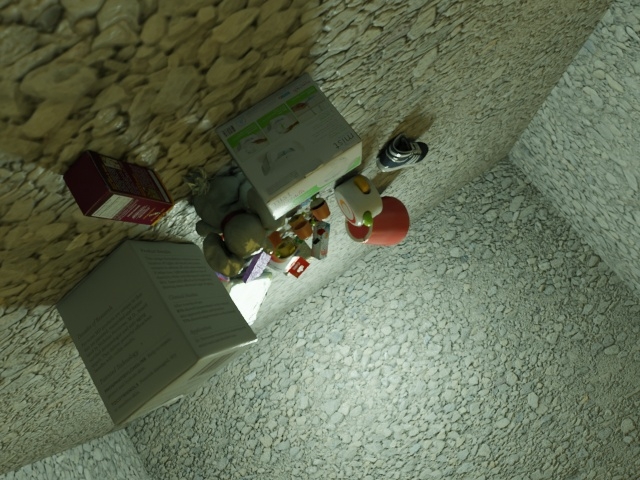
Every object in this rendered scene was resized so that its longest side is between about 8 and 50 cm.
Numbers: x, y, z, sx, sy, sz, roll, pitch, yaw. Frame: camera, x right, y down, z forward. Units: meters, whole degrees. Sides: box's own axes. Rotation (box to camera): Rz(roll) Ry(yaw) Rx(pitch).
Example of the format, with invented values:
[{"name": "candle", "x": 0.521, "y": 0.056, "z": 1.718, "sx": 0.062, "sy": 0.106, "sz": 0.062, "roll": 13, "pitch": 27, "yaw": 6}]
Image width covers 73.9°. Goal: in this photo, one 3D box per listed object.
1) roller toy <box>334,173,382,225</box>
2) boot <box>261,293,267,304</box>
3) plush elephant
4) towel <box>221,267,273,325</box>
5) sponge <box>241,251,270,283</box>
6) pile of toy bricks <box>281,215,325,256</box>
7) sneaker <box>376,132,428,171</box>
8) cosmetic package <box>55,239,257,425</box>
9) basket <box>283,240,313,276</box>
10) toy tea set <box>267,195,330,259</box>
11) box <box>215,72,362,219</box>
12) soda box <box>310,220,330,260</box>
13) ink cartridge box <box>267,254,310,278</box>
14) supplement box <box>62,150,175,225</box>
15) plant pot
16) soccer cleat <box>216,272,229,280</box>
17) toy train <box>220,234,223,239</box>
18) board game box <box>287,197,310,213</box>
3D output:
[{"name": "roller toy", "x": 0.162, "y": -0.174, "z": 1.778, "sx": 0.146, "sy": 0.209, "sz": 0.191, "roll": -33, "pitch": -160, "yaw": -11}, {"name": "boot", "x": -0.445, "y": 0.342, "z": 2.207, "sx": 0.338, "sy": 0.118, "sz": 0.223, "roll": -45, "pitch": 157, "yaw": 15}, {"name": "plush elephant", "x": -0.217, "y": -0.052, "z": 1.171, "sx": 0.272, "sy": 0.255, "sz": 0.330, "roll": -38, "pitch": 165, "yaw": 8}, {"name": "towel", "x": -0.395, "y": 0.289, "z": 2.004, "sx": 0.374, "sy": 0.090, "sz": 0.320, "roll": -7, "pitch": 124, "yaw": -62}, {"name": "sponge", "x": -0.264, "y": 0.092, "z": 1.863, "sx": 0.210, "sy": 0.031, "sz": 0.117, "roll": -58, "pitch": 165, "yaw": 27}, {"name": "pile of toy bricks", "x": -0.084, "y": -0.020, "z": 1.918, "sx": 0.212, "sy": 0.118, "sz": 0.105, "roll": -43, "pitch": -161, "yaw": -8}, {"name": "sneaker", "x": 0.375, "y": -0.382, "z": 1.773, "sx": 0.282, "sy": 0.099, "sz": 0.153, "roll": -24, "pitch": 164, "yaw": -28}, {"name": "cosmetic package", "x": -0.473, "y": 0.250, "z": 1.274, "sx": 0.327, "sy": 0.393, "sz": 0.329, "roll": -40, "pitch": 165, "yaw": 13}, {"name": "basket", "x": -0.123, "y": 0.084, "z": 2.106, "sx": 0.167, "sy": 0.113, "sz": 0.103, "roll": -25, "pitch": 158, "yaw": -37}, {"name": "toy tea set", "x": -0.113, "y": -0.067, "z": 1.662, "sx": 0.200, "sy": 0.124, "sz": 0.336, "roll": -1, "pitch": -142, "yaw": 49}, {"name": "box", "x": -0.070, "y": -0.223, "z": 1.015, "sx": 0.262, "sy": 0.231, "sz": 0.126, "roll": -35, "pitch": 165, "yaw": -6}, {"name": "soda box", "x": 0.000, "y": 0.000, "z": 2.037, "sx": 0.058, "sy": 0.063, "sz": 0.183, "roll": -23, "pitch": 127, "yaw": -44}, {"name": "ink cartridge box", "x": -0.158, "y": 0.109, "z": 1.982, "sx": 0.145, "sy": 0.179, "sz": 0.045, "roll": -50, "pitch": -172, "yaw": 43}, {"name": "supplement box", "x": -0.410, "y": -0.102, "z": 0.885, "sx": 0.081, "sy": 0.104, "sz": 0.188, "roll": -39, "pitch": 165, "yaw": 14}, {"name": "plant pot", "x": 0.276, "y": -0.095, "z": 2.187, "sx": 0.243, "sy": 0.274, "sz": 0.275, "roll": -7, "pitch": 150, "yaw": -41}, {"name": "soccer cleat", "x": -0.487, "y": 0.187, "z": 1.596, "sx": 0.318, "sy": 0.116, "sz": 0.108, "roll": -37, "pitch": 165, "yaw": 4}, {"name": "toy train", "x": -0.273, "y": -0.039, "z": 1.440, "sx": 0.125, "sy": 0.046, "sz": 0.166, "roll": -32, "pitch": -178, "yaw": -41}, {"name": "board game box", "x": -0.091, "y": -0.171, "z": 1.495, "sx": 0.160, "sy": 0.047, "sz": 0.210, "roll": -27, "pitch": 163, "yaw": -31}]
